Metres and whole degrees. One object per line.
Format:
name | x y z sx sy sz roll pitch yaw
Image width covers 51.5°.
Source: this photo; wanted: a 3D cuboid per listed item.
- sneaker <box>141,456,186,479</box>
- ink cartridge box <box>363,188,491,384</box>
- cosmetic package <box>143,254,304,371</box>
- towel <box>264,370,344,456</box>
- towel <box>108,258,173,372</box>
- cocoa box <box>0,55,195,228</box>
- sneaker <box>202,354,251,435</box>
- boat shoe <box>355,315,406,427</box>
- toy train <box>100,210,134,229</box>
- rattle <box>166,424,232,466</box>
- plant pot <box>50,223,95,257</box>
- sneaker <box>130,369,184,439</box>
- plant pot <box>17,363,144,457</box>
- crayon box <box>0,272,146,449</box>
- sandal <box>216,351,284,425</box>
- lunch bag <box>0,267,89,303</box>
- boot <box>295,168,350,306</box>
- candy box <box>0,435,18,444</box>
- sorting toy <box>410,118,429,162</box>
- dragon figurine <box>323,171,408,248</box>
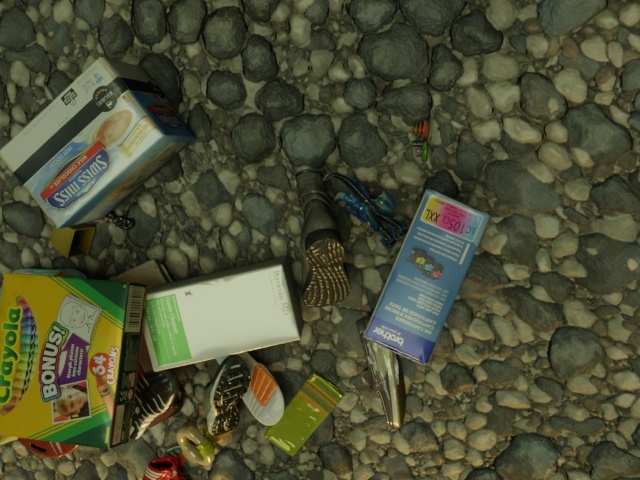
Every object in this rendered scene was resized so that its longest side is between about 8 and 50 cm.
sneaker | -0.385 0.672 1.797 0.221 0.087 0.128 22 125 5
ink cartridge box | 0.214 0.109 1.449 0.151 0.270 0.396 25 90 8
cosmetic package | -0.238 0.174 1.625 0.365 0.155 0.197 -14 95 5
towel | -0.045 0.458 1.739 0.102 0.021 0.237 38 106 2
towel | -0.443 0.200 1.750 0.187 0.049 0.282 -22 97 15
cocoa box | -0.518 -0.225 1.572 0.347 0.231 0.228 -38 91 11
sneaker | -0.250 0.375 1.657 0.108 0.100 0.272 51 138 34
boat shoe | 0.149 0.320 1.638 0.092 0.103 0.286 -9 96 18
toy train | -0.561 -0.063 1.730 0.158 0.027 0.036 21 115 5
rattle | -0.327 0.537 1.807 0.130 0.143 0.200 29 141 -3
plant pot | -0.656 -0.011 1.732 0.083 0.081 0.081 24 105 16
sneaker | -0.402 0.396 1.715 0.106 0.162 0.281 54 127 14
plant pot | -0.637 0.407 1.715 0.272 0.265 0.273 2 102 10
crayon box | -0.579 0.266 1.510 0.312 0.106 0.363 3 83 10
sandal | -0.171 0.353 1.721 0.102 0.076 0.265 -44 70 12
lunch bag | -0.717 0.177 1.710 0.279 0.108 0.224 1 65 20
boot | 0.000 0.000 1.575 0.118 0.338 0.223 -6 56 -9
candy box | -0.860 0.389 1.845 0.182 0.087 0.317 -20 98 14
sorting toy | 0.228 -0.229 1.529 0.042 0.061 0.102 4 79 10
dragon figurine | 0.113 -0.078 1.510 0.144 0.289 0.085 34 81 31
